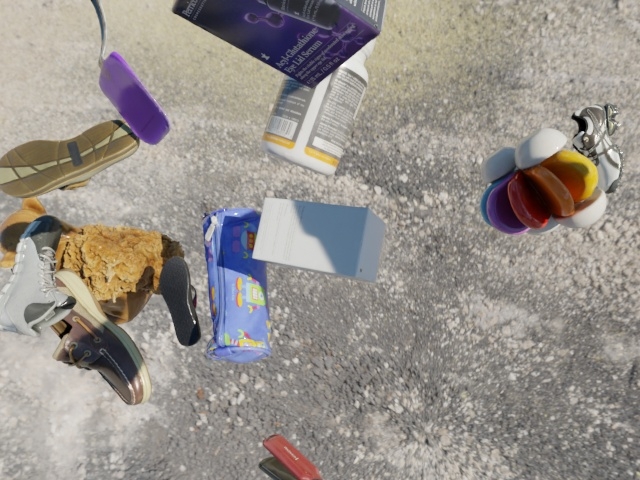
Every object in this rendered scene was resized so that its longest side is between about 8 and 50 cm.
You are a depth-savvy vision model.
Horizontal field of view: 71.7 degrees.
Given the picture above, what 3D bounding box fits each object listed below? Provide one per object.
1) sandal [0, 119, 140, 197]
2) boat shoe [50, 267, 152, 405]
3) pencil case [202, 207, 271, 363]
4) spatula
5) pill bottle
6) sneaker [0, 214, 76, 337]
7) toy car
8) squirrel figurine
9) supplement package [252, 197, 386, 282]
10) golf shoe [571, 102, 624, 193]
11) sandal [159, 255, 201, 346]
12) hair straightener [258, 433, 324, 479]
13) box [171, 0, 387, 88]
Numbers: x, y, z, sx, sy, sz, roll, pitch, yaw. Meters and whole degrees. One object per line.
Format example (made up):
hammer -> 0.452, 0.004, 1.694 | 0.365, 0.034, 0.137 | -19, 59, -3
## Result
sandal -> -0.304, -0.094, 0.544 | 0.180, 0.049, 0.072 | -20, 70, -5
boat shoe -> -0.485, 0.213, 0.906 | 0.342, 0.123, 0.123 | 50, 129, 8
pencil case -> -0.164, 0.078, 0.851 | 0.119, 0.133, 0.306 | -17, 67, 25
spatula -> -0.243, -0.243, 0.475 | 0.030, 0.084, 0.297 | -25, 95, -39
pill bottle -> -0.001, -0.280, 0.866 | 0.162, 0.162, 0.279 | 24, 97, 21
sneaker -> -0.503, 0.072, 0.829 | 0.132, 0.086, 0.229 | 15, 79, 10
toy car -> 0.320, -0.067, 0.683 | 0.136, 0.182, 0.159 | -41, 95, -17
squirrel figurine -> -0.568, 0.030, 1.104 | 0.396, 0.370, 0.281 | -6, 61, 34
supplement package -> 0.000, 0.000, 0.713 | 0.179, 0.105, 0.105 | 9, 82, 24
golf shoe -> 0.592, -0.195, 0.960 | 0.093, 0.077, 0.198 | -3, 81, 4
sandal -> -0.275, 0.121, 0.886 | 0.067, 0.040, 0.179 | -14, 87, 15
hair straightener -> -0.004, 0.380, 0.637 | 0.230, 0.047, 0.089 | 21, 103, 34
box -> -0.045, -0.297, 0.518 | 0.153, 0.207, 0.108 | -16, 60, 57
